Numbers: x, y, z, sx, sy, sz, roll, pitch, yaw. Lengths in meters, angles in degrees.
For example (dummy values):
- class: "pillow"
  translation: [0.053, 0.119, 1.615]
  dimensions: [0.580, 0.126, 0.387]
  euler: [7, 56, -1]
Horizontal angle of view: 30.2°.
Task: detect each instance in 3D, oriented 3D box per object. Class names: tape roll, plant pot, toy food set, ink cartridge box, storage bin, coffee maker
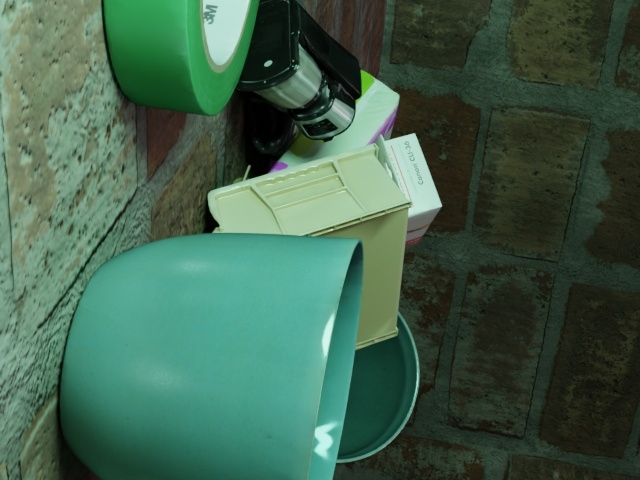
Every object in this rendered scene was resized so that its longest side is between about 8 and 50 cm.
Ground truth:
- class: "tape roll"
  translation: [-0.116, -0.280, 1.103]
  dimensions: [0.321, 0.077, 0.321]
  euler: [10, 90, -83]
- class: "plant pot"
  translation: [-0.012, 0.218, 1.927]
  dimensions: [0.196, 0.293, 0.293]
  euler: [150, -46, -64]
- class: "toy food set"
  translation: [-0.119, -0.045, 1.636]
  dimensions: [0.078, 0.019, 0.122]
  euler: [-74, 178, -45]
- class: "ink cartridge box"
  translation: [0.109, -0.069, 1.642]
  dimensions: [0.198, 0.067, 0.115]
  euler: [113, -41, -71]
- class: "plant pot"
  translation: [-0.099, 0.124, 1.093]
  dimensions: [0.293, 0.235, 0.293]
  euler: [10, 90, -83]
- class: "storage bin"
  translation: [-0.022, 0.039, 1.583]
  dimensions: [0.262, 0.260, 0.123]
  euler: [93, -27, -44]
- class: "coffee maker"
  translation: [-0.023, -0.237, 1.522]
  dimensions: [0.178, 0.120, 0.171]
  euler: [32, 74, -57]

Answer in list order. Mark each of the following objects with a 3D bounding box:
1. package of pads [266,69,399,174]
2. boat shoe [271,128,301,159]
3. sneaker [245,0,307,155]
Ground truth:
- class: "package of pads"
  translation: [0.001, -0.081, 1.782]
  dimensions: [0.296, 0.101, 0.229]
  euler: [-52, 166, -30]
- class: "boat shoe"
  translation: [-0.022, -0.182, 1.952]
  dimensions: [0.285, 0.089, 0.105]
  euler: [-48, 147, -77]
- class: "sneaker"
  translation: [-0.058, -0.223, 1.648]
  dimensions: [0.106, 0.078, 0.234]
  euler: [-67, 167, -73]
